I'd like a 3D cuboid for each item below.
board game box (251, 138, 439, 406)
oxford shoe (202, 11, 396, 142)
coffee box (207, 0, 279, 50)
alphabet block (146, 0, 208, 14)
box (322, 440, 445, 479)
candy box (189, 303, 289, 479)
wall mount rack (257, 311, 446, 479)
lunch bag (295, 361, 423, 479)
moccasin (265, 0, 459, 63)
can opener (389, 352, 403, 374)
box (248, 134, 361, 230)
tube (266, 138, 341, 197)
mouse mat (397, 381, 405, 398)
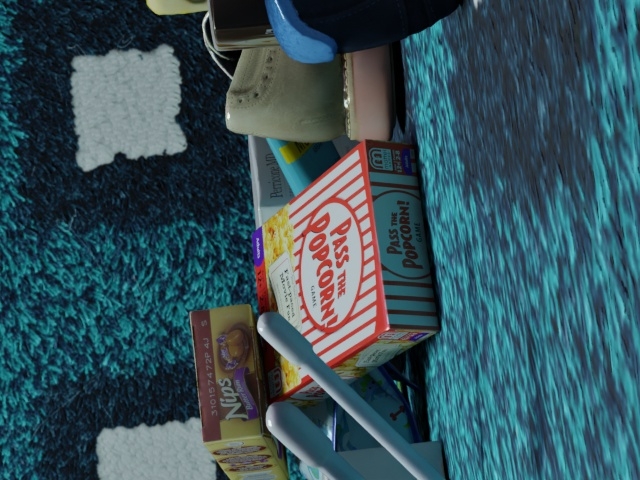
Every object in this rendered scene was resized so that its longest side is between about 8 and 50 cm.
[{"bbox_3d":[0.014,0.029,1.332,0.193,0.045,0.146,-38,53,54],"label":"board game box"},{"bbox_3d":[-0.029,-0.217,1.475,0.397,0.147,0.140,-99,4,-56],"label":"oxford shoe"},{"bbox_3d":[-0.008,-0.183,1.163,0.246,0.141,0.098,-125,30,-86],"label":"coffee box"},{"bbox_3d":[-0.052,-0.310,1.339,0.197,0.192,0.193,88,177,-45],"label":"alphabet block"},{"bbox_3d":[0.053,0.251,1.335,0.170,0.091,0.130,88,174,-55],"label":"box"},{"bbox_3d":[-0.064,0.130,1.444,0.186,0.053,0.109,69,-166,-71],"label":"candy box"},{"bbox_3d":[0.044,0.203,0.989,0.350,0.131,0.304,-112,17,-79],"label":"wall mount rack"},{"bbox_3d":[0.022,0.132,1.451,0.129,0.096,0.151,26,134,66],"label":"lunch bag"},{"bbox_3d":[0.004,-0.270,0.996,0.138,0.117,0.342,119,142,-86],"label":"moccasin"},{"bbox_3d":[0.044,0.076,1.520,0.186,0.059,0.073,89,174,-59],"label":"can opener"},{"bbox_3d":[0.000,0.000,1.674,0.181,0.119,0.181,-101,6,-61],"label":"box"},{"bbox_3d":[-0.001,-0.051,1.515,0.207,0.052,0.080,62,-151,-21],"label":"tube"},{"bbox_3d":[0.084,0.230,1.577,0.189,0.007,0.152,-101,6,-54],"label":"mouse mat"}]
